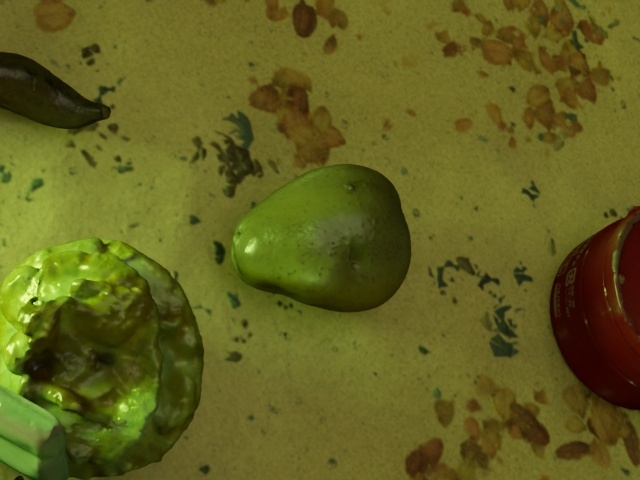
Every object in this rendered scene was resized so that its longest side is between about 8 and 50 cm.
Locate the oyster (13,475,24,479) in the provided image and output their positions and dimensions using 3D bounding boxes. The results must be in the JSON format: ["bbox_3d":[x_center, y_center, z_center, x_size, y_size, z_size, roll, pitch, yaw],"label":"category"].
[{"bbox_3d":[-0.202,0.320,1.399,0.259,0.198,0.092,46,55,4],"label":"oyster"}]

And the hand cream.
[{"bbox_3d":[0.385,0.075,1.849,0.230,0.149,0.230,9,70,-25],"label":"hand cream"}]

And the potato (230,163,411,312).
[{"bbox_3d":[0.000,0.000,1.684,0.194,0.157,0.157,-8,75,-17],"label":"potato"}]

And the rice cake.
[{"bbox_3d":[-0.315,0.140,1.427,0.221,0.080,0.042,27,55,21],"label":"rice cake"}]

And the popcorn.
[{"bbox_3d":[-0.207,0.108,1.502,0.204,0.183,0.221,-16,92,-19],"label":"popcorn"}]

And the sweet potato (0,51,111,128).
[{"bbox_3d":[-0.333,-0.155,1.607,0.249,0.059,0.069,6,81,-22],"label":"sweet potato"}]
